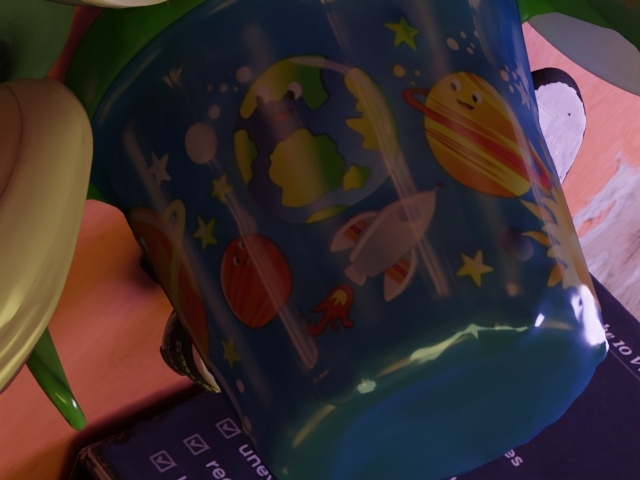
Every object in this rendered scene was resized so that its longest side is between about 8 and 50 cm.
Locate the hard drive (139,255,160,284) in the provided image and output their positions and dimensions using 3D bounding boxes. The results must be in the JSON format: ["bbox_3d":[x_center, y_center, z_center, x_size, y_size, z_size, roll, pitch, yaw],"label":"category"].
[{"bbox_3d":[-0.045,0.001,1.140,0.094,0.022,0.135,-46,157,4],"label":"hard drive"}]

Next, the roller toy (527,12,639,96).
[{"bbox_3d":[0.197,-0.170,1.024,0.209,0.191,0.146,15,131,-16],"label":"roller toy"}]

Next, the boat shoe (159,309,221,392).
[{"bbox_3d":[0.000,0.000,1.115,0.233,0.084,0.079,-43,-163,-20],"label":"boat shoe"}]

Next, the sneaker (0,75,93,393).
[{"bbox_3d":[-0.220,0.035,0.767,0.305,0.114,0.152,-46,129,-5],"label":"sneaker"}]

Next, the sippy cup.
[{"bbox_3d":[0.019,-0.007,0.893,0.305,0.224,0.240,-40,149,29],"label":"sippy cup"}]

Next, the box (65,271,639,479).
[{"bbox_3d":[0.116,0.305,1.347,0.471,0.480,0.297,-25,152,-38],"label":"box"}]

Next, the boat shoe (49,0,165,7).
[{"bbox_3d":[-0.145,-0.142,0.671,0.099,0.116,0.319,-5,179,23],"label":"boat shoe"}]

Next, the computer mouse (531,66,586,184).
[{"bbox_3d":[0.064,-0.014,1.233,0.184,0.060,0.262,23,95,-48],"label":"computer mouse"}]

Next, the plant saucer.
[{"bbox_3d":[-0.149,-0.085,0.818,0.119,0.021,0.119,-36,157,-18],"label":"plant saucer"}]
